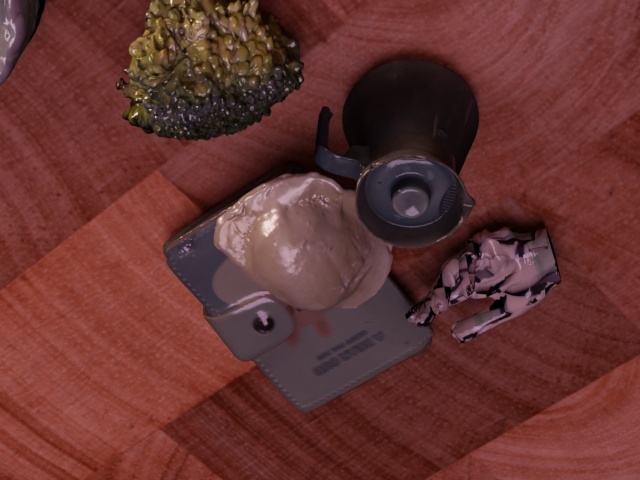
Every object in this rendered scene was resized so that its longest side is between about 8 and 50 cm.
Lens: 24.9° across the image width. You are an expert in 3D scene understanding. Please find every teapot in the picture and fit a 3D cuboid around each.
[{"bbox_3d":[0.094,-0.110,1.758,0.203,0.225,0.171,16,124,-8],"label":"teapot"}]

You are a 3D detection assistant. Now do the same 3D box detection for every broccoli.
[{"bbox_3d":[-0.157,-0.237,1.717,0.247,0.263,0.243,-6,99,44],"label":"broccoli"}]

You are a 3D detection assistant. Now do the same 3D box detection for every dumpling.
[{"bbox_3d":[0.000,0.000,1.833,0.252,0.131,0.179,31,111,-28],"label":"dumpling"}]

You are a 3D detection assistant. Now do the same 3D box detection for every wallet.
[{"bbox_3d":[-0.035,0.074,1.992,0.252,0.083,0.360,-30,118,17],"label":"wallet"}]

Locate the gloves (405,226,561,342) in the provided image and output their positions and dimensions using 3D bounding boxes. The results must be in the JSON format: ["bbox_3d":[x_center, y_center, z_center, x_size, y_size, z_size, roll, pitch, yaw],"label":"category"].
[{"bbox_3d":[0.213,0.056,1.947,0.212,0.111,0.127,-16,147,11],"label":"gloves"}]

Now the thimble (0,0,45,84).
[{"bbox_3d":[-0.439,-0.282,1.719,0.237,0.150,0.237,1,125,2],"label":"thimble"}]
